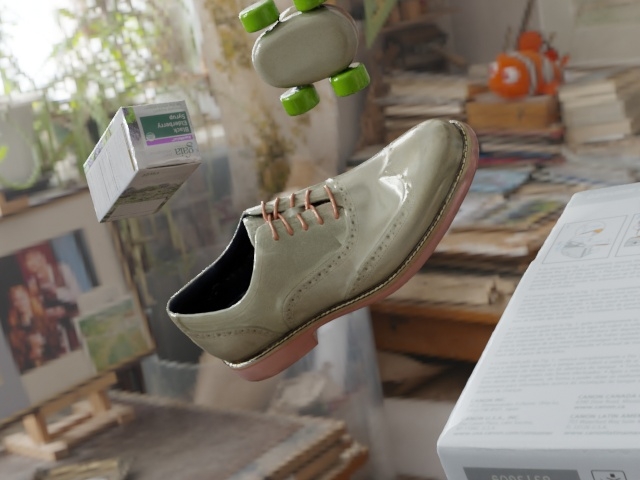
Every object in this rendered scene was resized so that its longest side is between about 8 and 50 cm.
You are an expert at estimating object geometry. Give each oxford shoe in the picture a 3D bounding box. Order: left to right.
[{"bbox_3d":[0.000,0.000,1.250,0.397,0.146,0.140,-44,36,16],"label":"oxford shoe"}]

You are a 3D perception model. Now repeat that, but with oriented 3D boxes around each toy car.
[{"bbox_3d":[-0.009,-0.286,1.587,0.149,0.155,0.188,-19,21,19],"label":"toy car"}]

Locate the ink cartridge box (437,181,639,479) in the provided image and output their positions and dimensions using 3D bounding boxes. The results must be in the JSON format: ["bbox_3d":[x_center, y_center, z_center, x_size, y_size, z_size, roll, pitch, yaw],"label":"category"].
[{"bbox_3d":[0.307,0.073,0.958,0.308,0.091,0.385,-7,29,36],"label":"ink cartridge box"}]

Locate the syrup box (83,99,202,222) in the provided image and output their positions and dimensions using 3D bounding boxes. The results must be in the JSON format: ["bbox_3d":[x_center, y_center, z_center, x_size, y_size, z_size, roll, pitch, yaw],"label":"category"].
[{"bbox_3d":[-0.253,-0.108,1.612,0.093,0.096,0.237,-12,-12,-27],"label":"syrup box"}]
